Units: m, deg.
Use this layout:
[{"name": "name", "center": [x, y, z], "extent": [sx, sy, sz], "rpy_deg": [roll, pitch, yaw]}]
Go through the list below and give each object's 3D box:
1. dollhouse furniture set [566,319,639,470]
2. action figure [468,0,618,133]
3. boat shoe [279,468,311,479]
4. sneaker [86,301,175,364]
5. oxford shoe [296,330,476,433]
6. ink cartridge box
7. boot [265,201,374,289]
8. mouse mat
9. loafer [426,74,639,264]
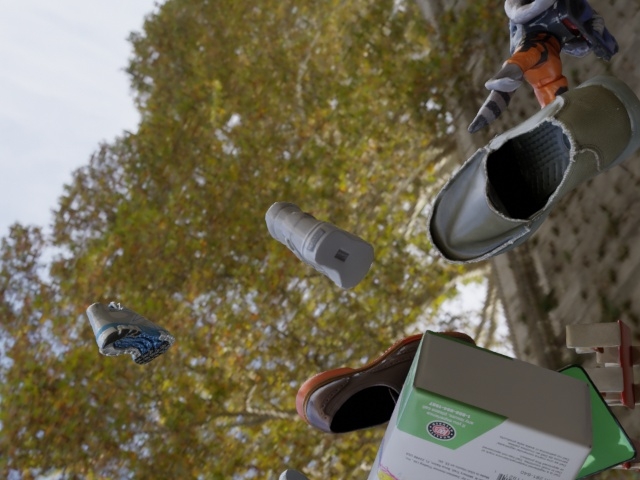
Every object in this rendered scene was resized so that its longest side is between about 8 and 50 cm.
[{"name": "dollhouse furniture set", "center": [0.543, 0.274, 1.585], "extent": [0.262, 0.135, 0.259], "rpy_deg": [26, -118, -55]}, {"name": "action figure", "center": [0.329, -0.342, 1.458], "extent": [0.341, 0.179, 0.330], "rpy_deg": [39, -124, -32]}, {"name": "boat shoe", "center": [-0.018, 0.409, 1.255], "extent": [0.183, 0.083, 0.065], "rpy_deg": [52, -162, -10]}, {"name": "sneaker", "center": [-0.282, 0.129, 1.329], "extent": [0.083, 0.071, 0.190], "rpy_deg": [51, -179, 22]}, {"name": "oxford shoe", "center": [0.108, 0.200, 1.202], "extent": [0.271, 0.096, 0.098], "rpy_deg": [-20, -162, -19]}, {"name": "ink cartridge box", "center": [0.171, 0.269, 1.056], "extent": [0.202, 0.278, 0.117], "rpy_deg": [18, -147, 3]}, {"name": "boot", "center": [0.000, 0.000, 1.506], "extent": [0.123, 0.095, 0.258], "rpy_deg": [35, 177, 25]}, {"name": "mouse mat", "center": [0.316, 0.267, 1.232], "extent": [0.152, 0.190, 0.007], "rpy_deg": [58, -150, 1]}, {"name": "loafer", "center": [0.158, -0.051, 0.760], "extent": [0.087, 0.251, 0.094], "rpy_deg": [-21, -107, -36]}]
